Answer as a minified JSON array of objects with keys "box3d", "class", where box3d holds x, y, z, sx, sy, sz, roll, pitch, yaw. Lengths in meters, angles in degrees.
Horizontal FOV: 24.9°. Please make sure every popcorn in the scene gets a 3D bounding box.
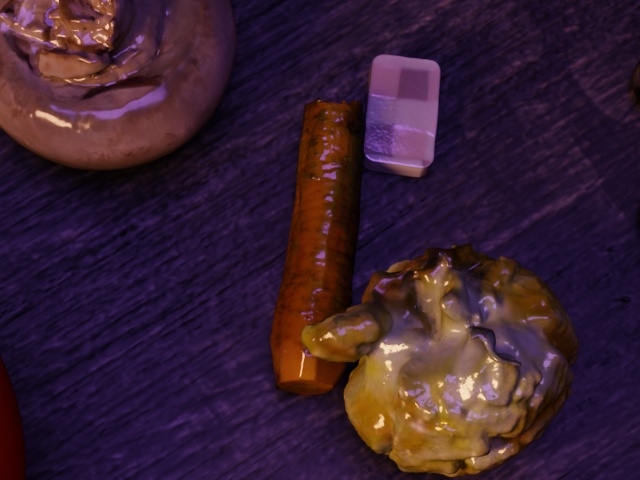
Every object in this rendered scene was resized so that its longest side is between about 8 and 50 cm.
[{"box3d":[0.092,0.088,1.135,0.212,0.198,0.198,31,72,-16],"class":"popcorn"}]

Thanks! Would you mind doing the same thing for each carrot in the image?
[{"box3d":[0.000,0.000,1.226,0.070,0.070,0.260,6,71,-1],"class":"carrot"}]

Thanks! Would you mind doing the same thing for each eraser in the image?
[{"box3d":[0.072,-0.111,1.290,0.065,0.026,0.105,8,71,-3],"class":"eraser"}]

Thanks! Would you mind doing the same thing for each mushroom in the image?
[{"box3d":[-0.184,-0.172,1.219,0.226,0.178,0.226,-1,64,3],"class":"mushroom"}]

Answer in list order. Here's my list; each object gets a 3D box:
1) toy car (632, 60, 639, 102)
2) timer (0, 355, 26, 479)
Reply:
[{"box3d":[0.400,-0.100,1.232,0.212,0.180,0.271,5,70,-11],"class":"toy car"},{"box3d":[-0.401,0.164,1.023,0.378,0.279,0.378,6,75,-26],"class":"timer"}]
